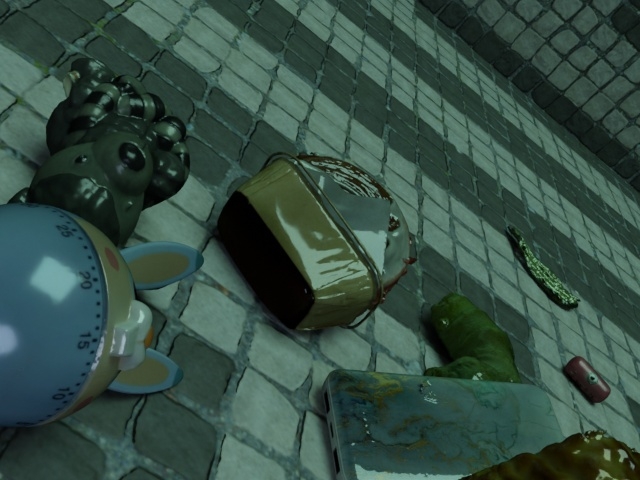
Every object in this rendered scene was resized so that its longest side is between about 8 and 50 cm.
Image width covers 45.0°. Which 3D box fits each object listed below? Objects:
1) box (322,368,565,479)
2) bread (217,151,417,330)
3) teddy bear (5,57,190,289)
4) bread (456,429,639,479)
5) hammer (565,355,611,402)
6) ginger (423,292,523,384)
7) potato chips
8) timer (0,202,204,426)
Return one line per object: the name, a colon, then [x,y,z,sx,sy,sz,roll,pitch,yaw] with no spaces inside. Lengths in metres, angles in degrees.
box: [0.143,0.212,0.837,0.285,0.044,0.142,8,47,-21]
bread: [0.000,0.000,0.931,0.212,0.142,0.224,-21,68,-44]
teddy bear: [-0.190,-0.048,0.730,0.171,0.144,0.251,35,31,-31]
bread: [0.228,0.278,0.749,0.181,0.222,0.096,39,28,-37]
hammer: [0.446,0.231,1.288,0.083,0.043,0.043,51,29,10]
ginger: [0.199,0.175,1.001,0.137,0.089,0.290,16,37,2]
potato chips: [0.432,0.053,1.519,0.207,0.028,0.092,52,28,11]
timer: [-0.173,0.061,0.581,0.255,0.175,0.175,13,41,-38]
